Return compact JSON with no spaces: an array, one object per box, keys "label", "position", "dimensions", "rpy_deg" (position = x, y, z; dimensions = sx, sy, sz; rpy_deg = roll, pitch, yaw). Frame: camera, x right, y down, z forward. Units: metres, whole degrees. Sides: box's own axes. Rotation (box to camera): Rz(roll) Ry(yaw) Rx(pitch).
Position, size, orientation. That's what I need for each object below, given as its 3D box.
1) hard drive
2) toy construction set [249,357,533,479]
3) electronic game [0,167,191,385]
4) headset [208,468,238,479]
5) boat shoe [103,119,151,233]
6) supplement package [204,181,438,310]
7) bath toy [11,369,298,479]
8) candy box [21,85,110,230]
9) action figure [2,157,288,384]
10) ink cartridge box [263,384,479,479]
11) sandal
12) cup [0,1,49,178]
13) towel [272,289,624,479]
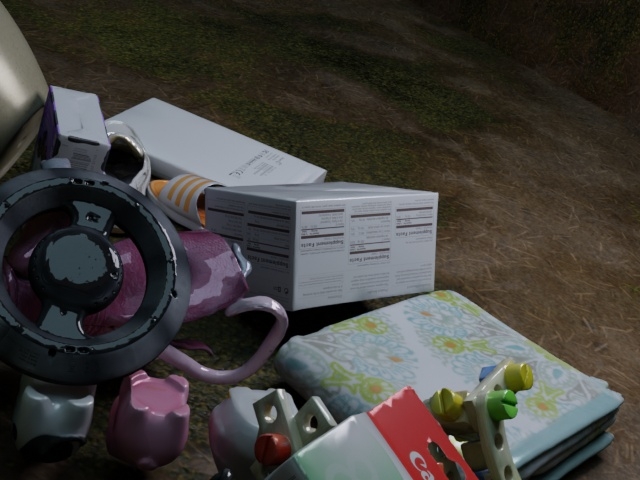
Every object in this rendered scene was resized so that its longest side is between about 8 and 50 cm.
[{"label":"hard drive","position":[-0.188,-0.140,1.804],"dimensions":[0.353,0.047,0.233],"rpy_deg":[24,26,10]},{"label":"toy construction set","position":[0.091,0.221,0.991],"dimensions":[0.327,0.215,0.151],"rpy_deg":[3,-14,-36]},{"label":"electronic game","position":[-0.237,0.031,1.013],"dimensions":[0.229,0.048,0.229],"rpy_deg":[11,59,-20]},{"label":"headset","position":[0.002,0.362,0.745],"dimensions":[0.243,0.185,0.394],"rpy_deg":[-9,47,-45]},{"label":"boat shoe","position":[-0.303,-0.123,1.594],"dimensions":[0.098,0.096,0.277],"rpy_deg":[-1,35,-16]},{"label":"supplement package","position":[0.000,0.000,1.454],"dimensions":[0.261,0.145,0.204],"rpy_deg":[-4,9,-40]},{"label":"bath toy","position":[-0.192,0.188,1.040],"dimensions":[0.348,0.129,0.151],"rpy_deg":[12,23,-11]},{"label":"candy box","position":[-0.346,-0.083,1.400],"dimensions":[0.070,0.196,0.165],"rpy_deg":[10,26,-24]},{"label":"action figure","position":[-0.269,0.077,1.123],"dimensions":[0.370,0.248,0.276],"rpy_deg":[2,36,-45]},{"label":"ink cartridge box","position":[0.080,0.215,0.839],"dimensions":[0.224,0.056,0.181],"rpy_deg":[-23,74,-49]},{"label":"sandal","position":[-0.155,-0.049,1.602],"dimensions":[0.265,0.076,0.102],"rpy_deg":[33,29,29]},{"label":"cup","position":[-0.517,-0.202,1.447],"dimensions":[0.237,0.331,0.331],"rpy_deg":[38,24,-7]},{"label":"towel","position":[0.172,0.195,1.321],"dimensions":[0.320,0.090,0.374],"rpy_deg":[32,28,33]}]
